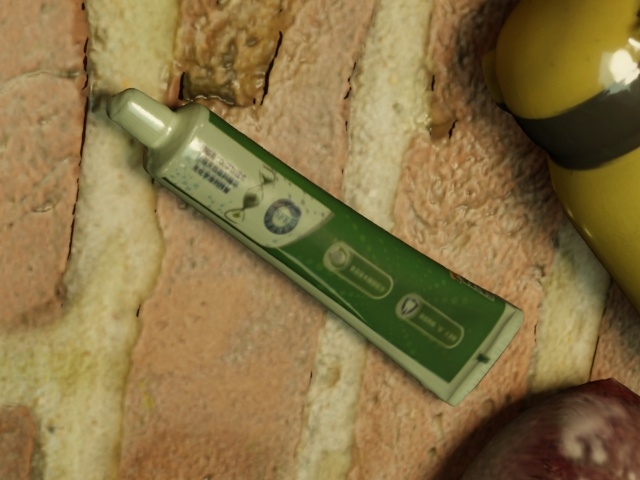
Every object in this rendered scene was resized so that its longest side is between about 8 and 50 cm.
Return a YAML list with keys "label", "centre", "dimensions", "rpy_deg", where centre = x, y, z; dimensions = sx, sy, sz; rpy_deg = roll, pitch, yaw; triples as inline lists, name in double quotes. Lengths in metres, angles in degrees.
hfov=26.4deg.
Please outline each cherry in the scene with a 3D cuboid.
- label: "cherry"
  centre: [0.208, 0.242, 1.118]
  dimensions: [0.213, 0.183, 0.266]
  rpy_deg: [10, 89, -30]

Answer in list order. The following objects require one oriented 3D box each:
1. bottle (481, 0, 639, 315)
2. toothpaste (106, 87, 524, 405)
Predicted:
- label: "bottle"
  centre: [0.262, -0.056, 1.039]
  dimensions: [0.171, 0.171, 0.351]
  rpy_deg: [-41, 115, -2]
- label: "toothpaste"
  centre: [0.000, 0.000, 1.033]
  dimensions: [0.392, 0.061, 0.098]
  rpy_deg: [35, 94, -28]
